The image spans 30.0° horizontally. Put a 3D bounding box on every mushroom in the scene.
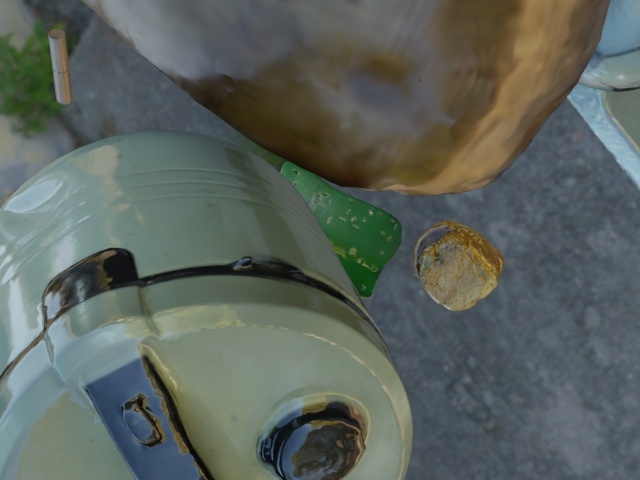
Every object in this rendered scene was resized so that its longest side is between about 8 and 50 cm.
[{"bbox_3d":[0.031,-0.235,0.496,0.313,0.224,0.397,47,140,14],"label":"mushroom"}]

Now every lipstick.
[{"bbox_3d":[-0.279,-0.186,1.285,0.019,0.019,0.094,42,148,25],"label":"lipstick"}]

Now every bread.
[{"bbox_3d":[0.125,0.024,1.087,0.083,0.046,0.081,10,123,-1],"label":"bread"}]

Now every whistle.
[{"bbox_3d":[0.258,-0.170,0.958,0.289,0.163,0.163,45,158,-23],"label":"whistle"}]

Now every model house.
[{"bbox_3d":[0.000,0.000,1.428,0.167,0.117,0.088,28,158,-4],"label":"model house"}]

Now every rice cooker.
[{"bbox_3d":[-0.076,0.077,0.623,0.244,0.226,0.226,-123,16,-53],"label":"rice cooker"}]
